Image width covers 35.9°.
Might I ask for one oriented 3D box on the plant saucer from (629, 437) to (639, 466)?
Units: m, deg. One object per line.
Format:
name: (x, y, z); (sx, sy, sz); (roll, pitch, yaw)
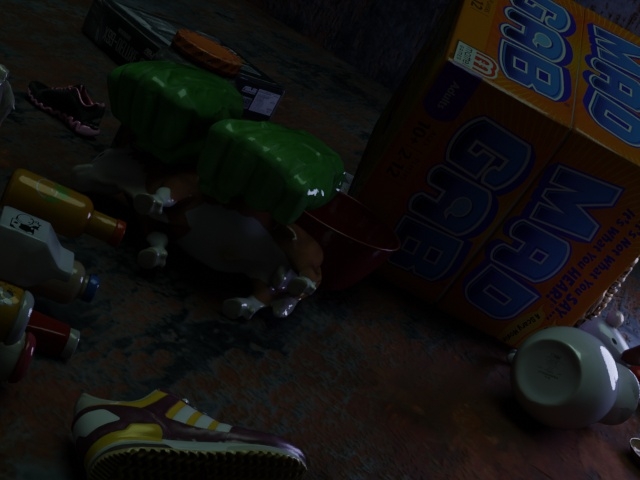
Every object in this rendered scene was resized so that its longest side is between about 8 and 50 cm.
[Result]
plant saucer: (0.434, 0.290, 1.283); (0.083, 0.015, 0.083); (27, 18, -9)

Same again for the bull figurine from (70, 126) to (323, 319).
bull figurine: (-0.132, -0.018, 1.089); (0.310, 0.101, 0.188); (25, 21, -9)

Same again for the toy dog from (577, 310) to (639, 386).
toy dog: (0.554, 0.202, 1.478); (0.333, 0.161, 0.220); (32, 17, 6)

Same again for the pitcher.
pitcher: (0.297, 0.170, 1.256); (0.177, 0.126, 0.207); (16, -3, 32)

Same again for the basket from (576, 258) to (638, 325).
basket: (0.432, -0.016, 1.810); (0.223, 0.213, 0.299); (30, 17, -3)

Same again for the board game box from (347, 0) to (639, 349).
board game box: (0.275, -0.126, 1.435); (0.356, 0.356, 0.356); (28, 40, -4)

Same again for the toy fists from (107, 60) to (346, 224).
toy fists: (-0.110, -0.109, 1.058); (0.279, 0.096, 0.142); (35, 16, 19)

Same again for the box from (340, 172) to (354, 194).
box: (0.072, -0.065, 1.659); (0.186, 0.038, 0.145); (23, 19, -18)

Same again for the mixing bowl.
mixing bowl: (0.000, 0.000, 1.252); (0.181, 0.098, 0.181); (27, 18, -10)

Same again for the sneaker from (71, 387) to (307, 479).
sneaker: (-0.093, 0.147, 0.731); (0.185, 0.070, 0.084); (17, 26, -38)

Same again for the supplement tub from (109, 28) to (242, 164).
supplement tub: (-0.182, -0.165, 1.263); (0.117, 0.190, 0.117); (28, 17, -9)

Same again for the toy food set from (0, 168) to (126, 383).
toy food set: (-0.215, 0.038, 0.766); (0.104, 0.111, 0.232); (23, 16, -20)

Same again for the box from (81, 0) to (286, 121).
box: (-0.249, -0.332, 1.823); (0.307, 0.077, 0.242); (8, 27, -50)

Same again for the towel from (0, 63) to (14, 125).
towel: (-0.397, -0.115, 0.778); (0.282, 0.187, 0.049); (28, 21, -9)

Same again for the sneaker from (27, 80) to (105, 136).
sneaker: (-0.334, -0.187, 1.309); (0.119, 0.057, 0.047); (32, 19, 11)
